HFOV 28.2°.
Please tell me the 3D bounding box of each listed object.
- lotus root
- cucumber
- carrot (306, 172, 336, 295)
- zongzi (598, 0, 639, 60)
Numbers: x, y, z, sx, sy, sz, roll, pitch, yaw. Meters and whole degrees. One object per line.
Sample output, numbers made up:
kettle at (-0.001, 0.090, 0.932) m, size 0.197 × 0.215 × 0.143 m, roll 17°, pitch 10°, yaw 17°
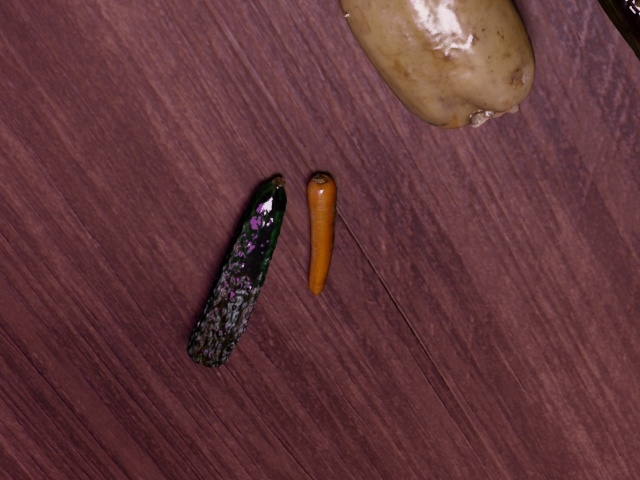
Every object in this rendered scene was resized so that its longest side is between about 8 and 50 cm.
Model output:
lotus root at (0.117, -0.232, 1.324) m, size 0.160 × 0.146 × 0.284 m, roll -31°, pitch 113°, yaw 7°
cucumber at (-0.100, 0.042, 1.605) m, size 0.067 × 0.067 × 0.293 m, roll 21°, pitch 125°, yaw -6°
carrot at (0.000, 0.000, 1.575) m, size 0.037 × 0.037 × 0.190 m, roll 5°, pitch 127°, yaw 5°
zongzi at (0.455, -0.243, 1.258) m, size 0.300 × 0.138 × 0.286 m, roll -28°, pitch 114°, yaw 31°
